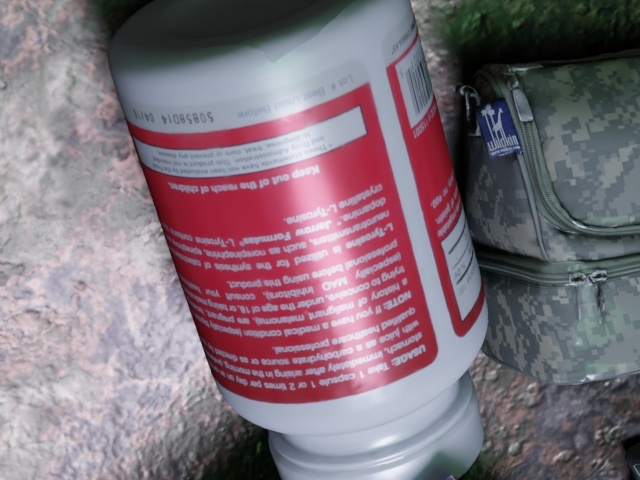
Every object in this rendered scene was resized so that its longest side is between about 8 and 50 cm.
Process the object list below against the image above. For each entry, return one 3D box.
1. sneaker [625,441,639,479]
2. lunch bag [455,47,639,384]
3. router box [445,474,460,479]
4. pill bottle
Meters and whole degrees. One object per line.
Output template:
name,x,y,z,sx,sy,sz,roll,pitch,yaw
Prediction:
sneaker,0.314,0.278,1.642,0.077,0.072,0.178,-21,110,4
lunch bag,0.267,-0.034,1.437,0.305,0.212,0.256,-9,96,-14
router box,0.039,0.353,1.449,0.335,0.301,0.082,-44,71,0
pill bottle,0.000,0.000,1.348,0.229,0.229,0.408,-20,115,-9
